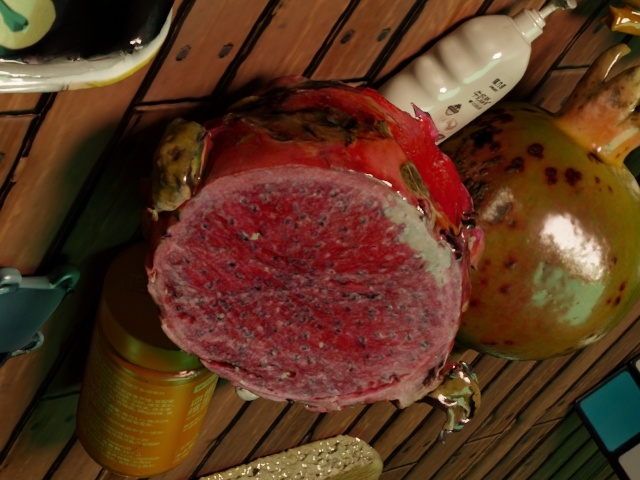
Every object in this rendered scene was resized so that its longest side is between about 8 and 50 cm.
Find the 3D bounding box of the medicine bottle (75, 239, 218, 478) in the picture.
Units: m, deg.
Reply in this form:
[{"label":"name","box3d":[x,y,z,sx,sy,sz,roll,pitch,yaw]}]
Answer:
[{"label":"medicine bottle","box3d":[-0.119,0.087,1.171,0.096,0.096,0.192,-19,152,-27]}]

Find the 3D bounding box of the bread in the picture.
[{"label":"bread","box3d":[-0.075,0.283,1.636,0.287,0.056,0.207,-8,144,-41]}]

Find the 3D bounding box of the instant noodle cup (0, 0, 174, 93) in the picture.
[{"label":"instant noodle cup","box3d":[-0.105,-0.200,0.550,0.216,0.215,0.236,-6,137,-44]}]

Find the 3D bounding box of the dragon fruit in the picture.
[{"label":"dragon fruit","box3d":[0.000,0.000,1.034,0.211,0.147,0.282,-33,122,27]}]

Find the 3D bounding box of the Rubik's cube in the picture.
[{"label":"Rubik's cube","box3d":[0.439,0.223,1.983,0.183,0.167,0.180,-40,153,16]}]

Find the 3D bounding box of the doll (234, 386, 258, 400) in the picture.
[{"label":"doll","box3d":[0.003,0.087,1.356,0.135,0.071,0.113,-16,159,-41]}]

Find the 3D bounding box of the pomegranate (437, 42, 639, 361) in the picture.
[{"label":"pomegranate","box3d":[0.167,-0.016,1.173,0.246,0.198,0.198,-24,159,22]}]

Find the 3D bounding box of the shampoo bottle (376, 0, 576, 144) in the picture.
[{"label":"shampoo bottle","box3d":[0.108,-0.120,1.106,0.152,0.045,0.077,-38,154,12]}]

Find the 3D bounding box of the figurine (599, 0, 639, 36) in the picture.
[{"label":"figurine","box3d":[0.268,-0.151,1.140,0.121,0.122,0.176,-37,154,4]}]

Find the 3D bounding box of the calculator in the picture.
[{"label":"calculator","box3d":[-0.218,0.060,1.100,0.094,0.019,0.141,-3,145,-46]}]
